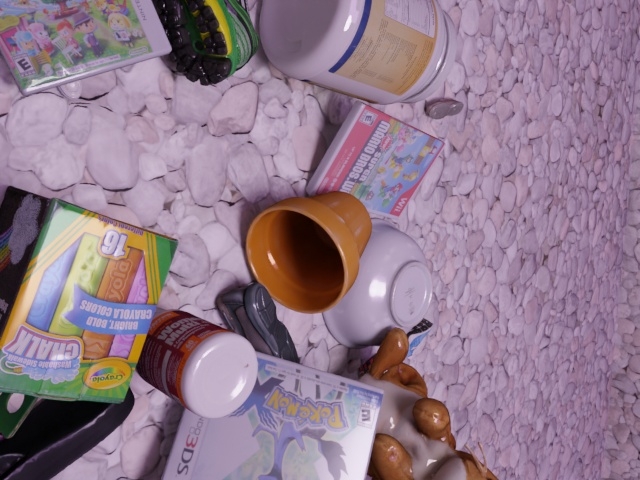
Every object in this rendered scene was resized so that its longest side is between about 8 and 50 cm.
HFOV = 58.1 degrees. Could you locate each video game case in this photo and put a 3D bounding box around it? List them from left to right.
[{"bbox_3d":[-0.326,-0.312,0.748,0.212,0.023,0.193,-30,106,-31],"label":"video game case"},{"bbox_3d":[-0.078,0.353,0.966,0.329,0.036,0.300,18,72,-8],"label":"video game case"},{"bbox_3d":[0.121,-0.154,1.190,0.285,0.025,0.204,11,117,-45],"label":"video game case"}]

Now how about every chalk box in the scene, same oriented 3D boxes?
[{"bbox_3d":[-0.341,0.100,0.741,0.179,0.180,0.289,23,82,-44],"label":"chalk box"}]

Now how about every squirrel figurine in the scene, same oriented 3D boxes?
[{"bbox_3d":[0.204,0.452,1.164,0.281,0.370,0.397,-40,147,-25],"label":"squirrel figurine"}]

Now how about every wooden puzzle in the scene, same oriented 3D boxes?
[{"bbox_3d":[0.121,0.298,1.349,0.083,0.006,0.049,-33,119,-36],"label":"wooden puzzle"}]

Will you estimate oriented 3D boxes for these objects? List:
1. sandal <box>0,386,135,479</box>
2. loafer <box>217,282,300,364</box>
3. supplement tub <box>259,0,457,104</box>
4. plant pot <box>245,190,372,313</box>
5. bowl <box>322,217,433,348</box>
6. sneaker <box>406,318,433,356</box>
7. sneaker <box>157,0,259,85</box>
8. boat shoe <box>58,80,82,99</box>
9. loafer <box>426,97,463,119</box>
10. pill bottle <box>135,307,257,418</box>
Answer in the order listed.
[{"bbox_3d":[-0.440,0.287,0.696,0.445,0.167,0.107,-40,121,-40],"label":"sandal"},{"bbox_3d":[-0.107,0.190,1.070,0.096,0.084,0.268,-73,150,-54],"label":"loafer"},{"bbox_3d":[0.077,-0.371,1.024,0.316,0.228,0.228,3,96,-45],"label":"supplement tub"},{"bbox_3d":[0.000,0.000,1.057,0.188,0.205,0.205,-39,124,-51],"label":"plant pot"},{"bbox_3d":[0.150,0.105,1.253,0.297,0.134,0.298,-9,104,-42],"label":"bowl"},{"bbox_3d":[0.211,0.243,1.403,0.162,0.063,0.073,-30,135,-32],"label":"sneaker"},{"bbox_3d":[-0.195,-0.411,0.845,0.146,0.134,0.344,-50,130,-52],"label":"sneaker"},{"bbox_3d":[-0.340,-0.242,0.776,0.035,0.035,0.100,-15,107,-42],"label":"boat shoe"},{"bbox_3d":[0.292,-0.320,1.385,0.125,0.039,0.045,-15,141,-39],"label":"loafer"},{"bbox_3d":[-0.203,0.171,0.856,0.121,0.221,0.121,-10,105,-43],"label":"pill bottle"}]
